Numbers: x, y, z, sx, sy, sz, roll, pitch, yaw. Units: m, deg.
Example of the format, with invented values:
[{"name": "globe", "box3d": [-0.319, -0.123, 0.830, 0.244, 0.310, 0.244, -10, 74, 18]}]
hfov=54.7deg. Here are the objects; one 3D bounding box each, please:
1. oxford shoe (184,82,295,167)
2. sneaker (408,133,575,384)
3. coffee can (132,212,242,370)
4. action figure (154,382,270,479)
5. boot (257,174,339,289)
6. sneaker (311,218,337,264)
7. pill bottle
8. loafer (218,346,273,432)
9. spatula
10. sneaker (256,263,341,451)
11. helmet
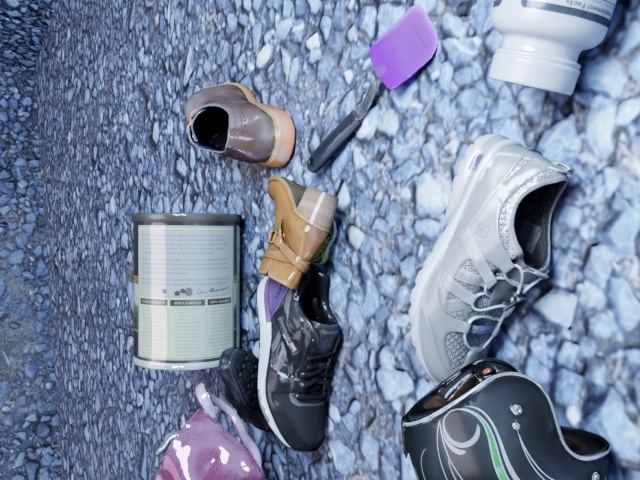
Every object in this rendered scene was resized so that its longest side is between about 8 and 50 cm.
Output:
[{"name": "oxford shoe", "box3d": [-0.189, -0.227, 1.137, 0.364, 0.133, 0.129, 28, 113, 52]}, {"name": "sneaker", "box3d": [0.175, 0.035, 0.641, 0.115, 0.105, 0.281, 28, 113, 51]}, {"name": "coffee can", "box3d": [-0.250, 0.087, 1.163, 0.202, 0.202, 0.275, 1, 91, 55]}, {"name": "action figure", "box3d": [-0.086, 0.429, 0.982, 0.370, 0.248, 0.275, 7, 60, 37]}, {"name": "boot", "box3d": [-0.058, -0.016, 0.954, 0.197, 0.073, 0.152, 25, 91, 62]}, {"name": "sneaker", "box3d": [0.000, 0.000, 0.951, 0.031, 0.035, 0.083, 35, 118, 49]}, {"name": "pill bottle", "box3d": [0.220, -0.233, 0.575, 0.108, 0.108, 0.180, 34, 117, 50]}, {"name": "loafer", "box3d": [-0.122, 0.244, 0.995, 0.078, 0.223, 0.076, 4, 51, 21]}, {"name": "spatula", "box3d": [0.059, -0.192, 0.872, 0.296, 0.030, 0.084, -50, 54, 42]}, {"name": "sneaker", "box3d": [-0.026, 0.173, 0.934, 0.124, 0.107, 0.283, -25, 70, 46]}, {"name": "helmet", "box3d": [0.175, 0.203, 0.581, 0.161, 0.169, 0.169, 56, 138, 7]}]
